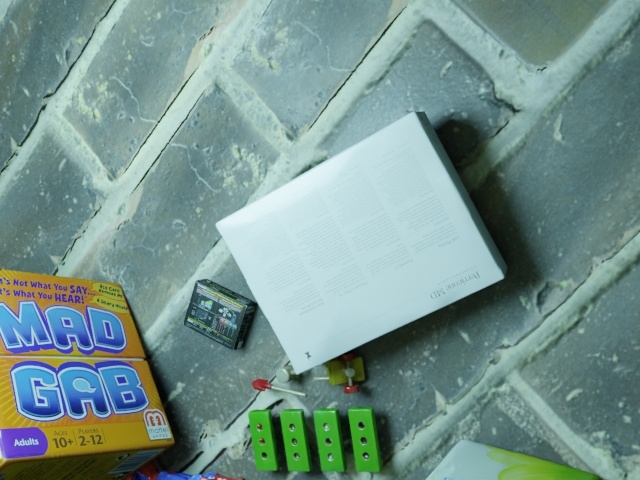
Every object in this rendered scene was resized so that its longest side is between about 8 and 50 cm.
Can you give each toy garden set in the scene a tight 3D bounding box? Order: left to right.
[{"bbox_3d":[-0.013,0.300,1.367,0.244,0.049,0.203,-7,92,27],"label":"toy garden set"}]

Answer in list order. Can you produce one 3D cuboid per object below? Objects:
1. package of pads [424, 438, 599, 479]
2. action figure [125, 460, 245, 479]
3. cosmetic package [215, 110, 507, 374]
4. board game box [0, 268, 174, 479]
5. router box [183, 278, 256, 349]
[{"bbox_3d":[0.256,0.393,1.101,0.229,0.296,0.101,10,99,25],"label":"package of pads"},{"bbox_3d":[-0.292,0.496,1.485,0.281,0.091,0.139,6,81,26],"label":"action figure"},{"bbox_3d":[0.062,0.008,1.240,0.377,0.097,0.284,-27,89,19],"label":"cosmetic package"},{"bbox_3d":[-0.560,0.302,1.422,0.357,0.356,0.356,-37,64,24],"label":"board game box"},{"bbox_3d":[-0.188,0.136,1.444,0.123,0.038,0.092,24,104,22],"label":"router box"}]
